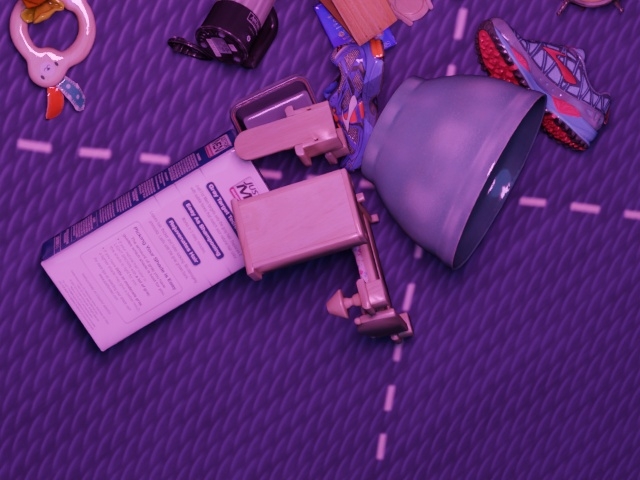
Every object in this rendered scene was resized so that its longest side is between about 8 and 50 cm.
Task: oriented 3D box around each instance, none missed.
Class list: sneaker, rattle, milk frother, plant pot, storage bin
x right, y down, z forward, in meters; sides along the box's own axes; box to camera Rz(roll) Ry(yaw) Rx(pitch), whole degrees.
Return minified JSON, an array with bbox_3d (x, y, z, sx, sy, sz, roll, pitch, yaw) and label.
[{"bbox_3d":[0.046,-0.207,1.968,0.087,0.083,0.221,6,120,0],"label":"sneaker"},{"bbox_3d":[-0.382,-0.271,1.874,0.130,0.143,0.200,0,98,-27],"label":"rattle"},{"bbox_3d":[-0.143,-0.331,1.918,0.143,0.129,0.135,18,63,16],"label":"milk frother"},{"bbox_3d":[0.184,-0.129,1.937,0.196,0.293,0.293,29,99,13],"label":"plant pot"},{"bbox_3d":[-0.061,-0.182,1.964,0.135,0.091,0.098,-25,106,-1],"label":"storage bin"},{"bbox_3d":[0.348,-0.264,2.016,0.262,0.104,0.125,44,77,-20],"label":"sneaker"}]

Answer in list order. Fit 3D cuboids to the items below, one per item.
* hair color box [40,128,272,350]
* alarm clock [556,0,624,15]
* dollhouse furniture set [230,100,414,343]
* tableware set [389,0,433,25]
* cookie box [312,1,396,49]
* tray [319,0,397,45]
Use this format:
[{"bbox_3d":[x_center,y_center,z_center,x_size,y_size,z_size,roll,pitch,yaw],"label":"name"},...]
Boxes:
[{"bbox_3d":[-0.232,-0.002,1.973,0.347,0.105,0.174,-31,111,0],"label":"hair color box"},{"bbox_3d":[0.411,-0.443,1.982,0.129,0.064,0.192,-3,107,-7],"label":"alarm clock"},{"bbox_3d":[0.000,0.000,1.967,0.173,0.355,0.303,-16,72,8],"label":"dollhouse furniture set"},{"bbox_3d":[0.150,-0.404,1.939,0.168,0.020,0.141,-30,122,23],"label":"tableware set"},{"bbox_3d":[0.052,-0.329,1.969,0.092,0.040,0.107,-27,107,1],"label":"cookie box"},{"bbox_3d":[-0.043,-0.473,1.761,0.076,0.203,0.411,-34,129,1],"label":"tray"}]
